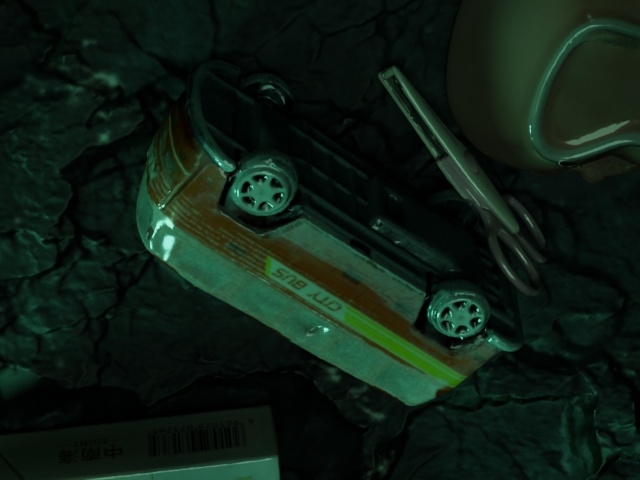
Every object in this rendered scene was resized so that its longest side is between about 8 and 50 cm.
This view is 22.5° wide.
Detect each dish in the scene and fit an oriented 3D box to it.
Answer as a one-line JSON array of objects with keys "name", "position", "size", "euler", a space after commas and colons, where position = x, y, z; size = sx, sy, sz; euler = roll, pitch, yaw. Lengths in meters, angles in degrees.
[{"name": "dish", "position": [0.188, -0.105, 1.000], "size": [0.213, 0.090, 0.213], "euler": [-4, 121, -7]}]

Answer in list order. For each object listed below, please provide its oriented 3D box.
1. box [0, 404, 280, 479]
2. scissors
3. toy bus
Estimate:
[{"name": "box", "position": [-0.147, 0.207, 1.152], "size": [0.242, 0.067, 0.155], "euler": [-7, 120, -5]}, {"name": "scissors", "position": [0.095, -0.043, 1.045], "size": [0.022, 0.085, 0.176], "euler": [-30, 107, 29]}, {"name": "toy bus", "position": [0.000, 0.000, 1.025], "size": [0.265, 0.121, 0.120], "euler": [31, 121, -23]}]
